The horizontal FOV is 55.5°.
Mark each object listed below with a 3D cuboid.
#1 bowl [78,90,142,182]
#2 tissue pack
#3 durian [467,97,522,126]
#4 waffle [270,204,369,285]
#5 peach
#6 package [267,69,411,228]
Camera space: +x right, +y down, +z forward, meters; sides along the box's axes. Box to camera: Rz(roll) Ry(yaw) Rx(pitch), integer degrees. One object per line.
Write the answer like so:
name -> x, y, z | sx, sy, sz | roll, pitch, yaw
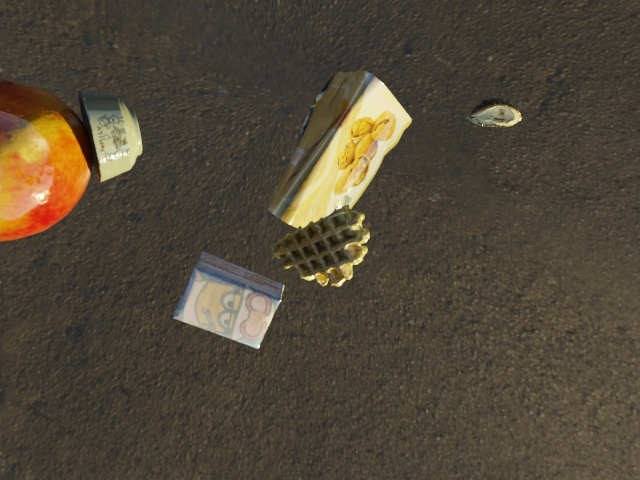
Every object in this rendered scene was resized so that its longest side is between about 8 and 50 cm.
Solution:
bowl -> -0.483, -0.248, 1.416 | 0.112, 0.211, 0.211 | -14, 105, -21
tissue pack -> -0.153, 0.102, 1.025 | 0.155, 0.065, 0.115 | 22, 117, -9
durian -> 0.428, -0.316, 1.493 | 0.131, 0.052, 0.066 | 7, 121, 19
waffle -> 0.000, 0.000, 1.048 | 0.161, 0.046, 0.192 | 32, 131, 13
peach -> -0.705, -0.186, 1.373 | 0.389, 0.388, 0.388 | -1, 103, -4
package -> 0.006, -0.180, 1.207 | 0.165, 0.221, 0.311 | 35, 97, 26
